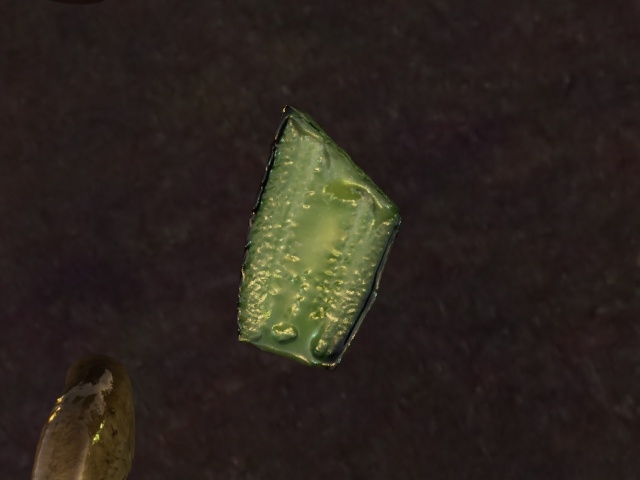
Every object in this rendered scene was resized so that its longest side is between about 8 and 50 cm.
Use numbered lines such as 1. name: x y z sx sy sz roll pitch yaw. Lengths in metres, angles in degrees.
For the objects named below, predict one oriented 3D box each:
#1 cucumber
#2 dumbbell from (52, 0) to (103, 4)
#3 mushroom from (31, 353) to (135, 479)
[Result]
1. cucumber: 0.000 0.000 1.127 0.115 0.193 0.086 17 7 2
2. dumbbell: -0.277 -0.389 1.611 0.124 0.140 0.225 13 71 -18
3. mushroom: -0.196 0.161 1.205 0.072 0.094 0.210 -2 23 3
